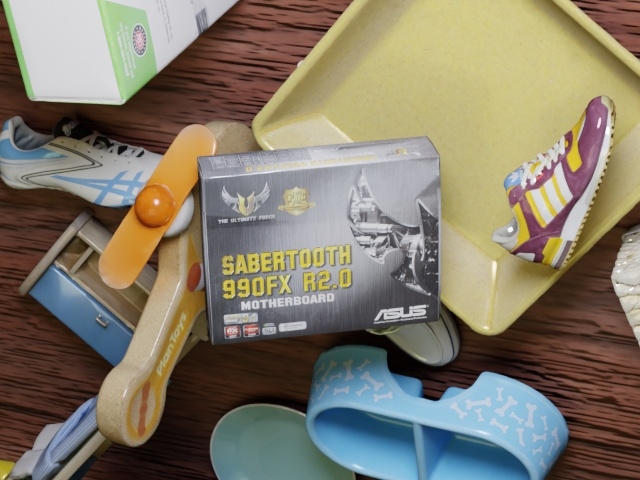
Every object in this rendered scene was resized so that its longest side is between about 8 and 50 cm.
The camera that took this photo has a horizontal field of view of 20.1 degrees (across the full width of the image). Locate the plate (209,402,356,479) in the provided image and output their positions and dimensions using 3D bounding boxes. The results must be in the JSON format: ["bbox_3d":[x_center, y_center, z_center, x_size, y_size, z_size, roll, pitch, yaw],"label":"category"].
[{"bbox_3d":[-0.042,0.266,2.154,0.188,0.024,0.188,12,124,18],"label":"plate"}]

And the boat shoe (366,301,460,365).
[{"bbox_3d":[0.062,0.066,1.937,0.083,0.076,0.226,-28,114,38],"label":"boat shoe"}]

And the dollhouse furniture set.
[{"bbox_3d":[-0.256,0.112,1.978,0.198,0.303,0.286,40,127,-5],"label":"dollhouse furniture set"}]

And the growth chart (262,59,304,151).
[{"bbox_3d":[0.054,-0.095,1.888,0.237,0.021,0.172,27,126,6],"label":"growth chart"}]

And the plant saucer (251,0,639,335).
[{"bbox_3d":[0.154,-0.121,1.773,0.333,0.081,0.333,41,121,-3],"label":"plant saucer"}]

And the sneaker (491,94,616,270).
[{"bbox_3d":[0.218,-0.058,1.696,0.084,0.069,0.185,18,119,3],"label":"sneaker"}]

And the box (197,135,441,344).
[{"bbox_3d":[0.000,0.000,1.754,0.231,0.056,0.183,-5,117,-8],"label":"box"}]

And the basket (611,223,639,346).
[{"bbox_3d":[0.380,0.038,1.772,0.167,0.103,0.113,-15,112,32],"label":"basket"}]

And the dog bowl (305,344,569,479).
[{"bbox_3d":[0.120,0.209,1.986,0.297,0.074,0.166,11,141,17],"label":"dog bowl"}]

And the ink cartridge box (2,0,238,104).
[{"bbox_3d":[-0.187,-0.277,1.725,0.115,0.273,0.198,3,121,25],"label":"ink cartridge box"}]

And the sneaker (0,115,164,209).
[{"bbox_3d":[-0.249,-0.088,1.991,0.237,0.085,0.086,8,115,16],"label":"sneaker"}]

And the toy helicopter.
[{"bbox_3d":[-0.142,0.036,1.820,0.140,0.355,0.235,12,157,24],"label":"toy helicopter"}]
